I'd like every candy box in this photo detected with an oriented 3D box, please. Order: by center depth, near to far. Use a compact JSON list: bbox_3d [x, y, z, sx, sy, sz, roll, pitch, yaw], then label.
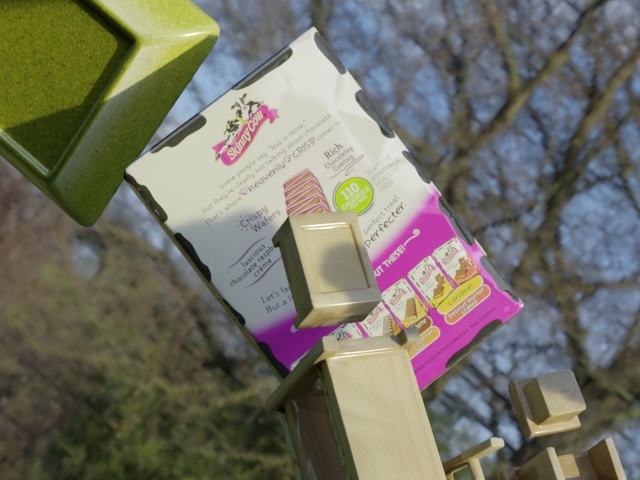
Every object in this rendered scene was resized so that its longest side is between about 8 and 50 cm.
[{"bbox_3d":[0.000,0.000,1.008,0.233,0.159,0.071,53,-8,-4],"label":"candy box"}]

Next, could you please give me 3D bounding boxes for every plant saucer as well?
[{"bbox_3d":[-0.195,-0.132,1.072,0.188,0.188,0.045,41,22,10],"label":"plant saucer"}]

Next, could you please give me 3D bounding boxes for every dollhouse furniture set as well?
[{"bbox_3d":[0.059,0.084,0.846,0.101,0.160,0.182,128,-48,-55],"label":"dollhouse furniture set"}]
